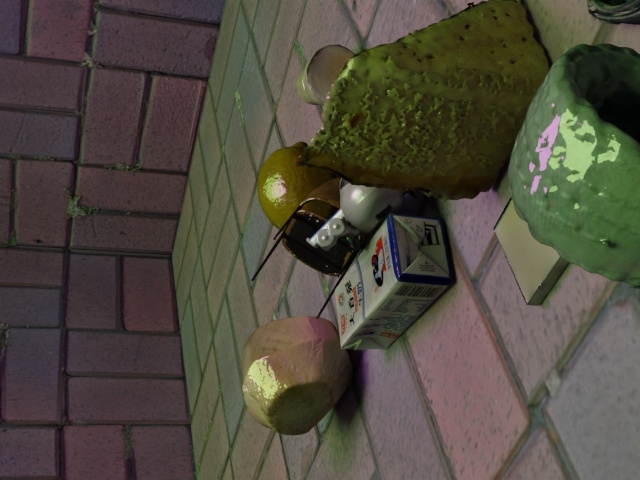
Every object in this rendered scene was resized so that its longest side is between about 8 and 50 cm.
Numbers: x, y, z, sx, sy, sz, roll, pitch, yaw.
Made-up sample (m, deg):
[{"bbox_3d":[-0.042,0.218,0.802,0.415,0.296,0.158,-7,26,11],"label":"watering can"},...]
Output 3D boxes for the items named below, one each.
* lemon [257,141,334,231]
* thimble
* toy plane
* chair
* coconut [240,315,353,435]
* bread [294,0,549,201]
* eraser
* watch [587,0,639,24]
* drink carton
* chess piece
[{"bbox_3d":[-0.056,-0.110,1.986,0.184,0.184,0.249,139,131,-64],"label":"lemon"},{"bbox_3d":[0.305,-0.073,0.884,0.172,0.204,0.250,111,150,-42],"label":"thimble"},{"bbox_3d":[0.087,-0.071,1.546,0.123,0.267,0.267,50,151,4],"label":"toy plane"},{"bbox_3d":[0.000,0.000,1.751,0.172,0.158,0.247,-62,-4,40],"label":"chair"},{"bbox_3d":[-0.054,0.279,1.818,0.259,0.259,0.259,-176,90,-71],"label":"coconut"},{"bbox_3d":[0.145,-0.231,1.261,0.248,0.315,0.279,119,159,-48],"label":"bread"},{"bbox_3d":[0.292,0.002,1.188,0.150,0.023,0.104,-105,26,-43],"label":"eraser"},{"bbox_3d":[0.375,-0.334,0.955,0.206,0.068,0.193,-122,37,-65],"label":"watch"},{"bbox_3d":[0.123,0.084,1.544,0.315,0.106,0.131,121,149,-56],"label":"drink carton"},{"bbox_3d":[0.008,-0.367,1.968,0.243,0.133,0.133,-159,74,-78],"label":"chess piece"}]
